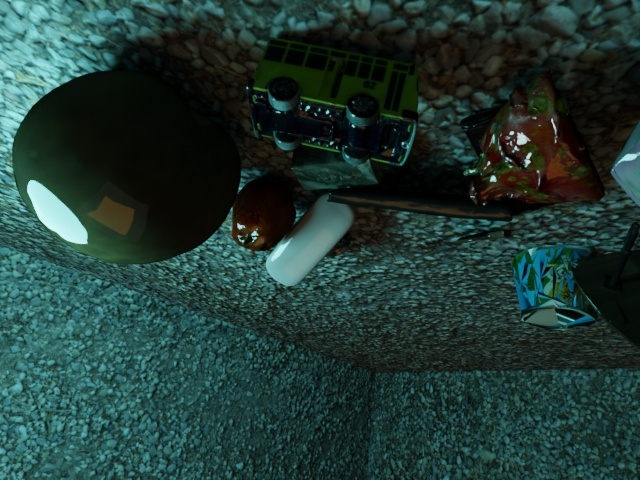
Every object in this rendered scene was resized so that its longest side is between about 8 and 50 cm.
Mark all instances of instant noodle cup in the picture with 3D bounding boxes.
[{"bbox_3d":[0.657,0.138,1.198,0.240,0.178,0.240,8,153,4],"label":"instant noodle cup"}]

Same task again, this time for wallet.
[{"bbox_3d":[0.208,-0.084,0.938,0.377,0.051,0.197,8,-172,12],"label":"wallet"},{"bbox_3d":[0.409,-0.152,0.837,0.172,0.045,0.318,-14,145,32],"label":"wallet"}]

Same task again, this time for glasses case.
[{"bbox_3d":[-0.029,0.000,1.116,0.113,0.075,0.297,38,112,-10],"label":"glasses case"}]

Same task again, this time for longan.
[{"bbox_3d":[-0.358,-0.128,0.834,0.404,0.336,0.405,-18,139,-17],"label":"longan"}]

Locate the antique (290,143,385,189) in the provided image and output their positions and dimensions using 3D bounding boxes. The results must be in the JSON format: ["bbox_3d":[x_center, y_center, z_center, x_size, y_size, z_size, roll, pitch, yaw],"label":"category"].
[{"bbox_3d":[0.042,-0.167,0.885,0.182,0.086,0.088,-2,153,23],"label":"antique"}]

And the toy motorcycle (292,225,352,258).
[{"bbox_3d":[0.000,-0.006,1.218,0.239,0.108,0.204,-1,170,-37],"label":"toy motorcycle"}]

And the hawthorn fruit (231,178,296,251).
[{"bbox_3d":[-0.148,-0.061,1.061,0.173,0.179,0.173,30,170,6],"label":"hawthorn fruit"}]

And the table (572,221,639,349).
[{"bbox_3d":[0.794,0.090,0.932,0.317,0.318,0.249,5,146,9],"label":"table"}]

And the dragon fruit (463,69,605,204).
[{"bbox_3d":[0.356,-0.116,0.737,0.262,0.134,0.211,32,143,-33],"label":"dragon fruit"}]

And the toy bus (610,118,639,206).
[{"bbox_3d":[0.517,-0.184,0.509,0.162,0.171,0.386,35,146,22],"label":"toy bus"}]

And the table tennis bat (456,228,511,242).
[{"bbox_3d":[0.401,-0.060,1.076,0.107,0.119,0.170,-15,-179,-15],"label":"table tennis bat"}]

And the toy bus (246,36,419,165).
[{"bbox_3d":[0.028,-0.225,0.698,0.261,0.150,0.128,13,156,5],"label":"toy bus"}]
